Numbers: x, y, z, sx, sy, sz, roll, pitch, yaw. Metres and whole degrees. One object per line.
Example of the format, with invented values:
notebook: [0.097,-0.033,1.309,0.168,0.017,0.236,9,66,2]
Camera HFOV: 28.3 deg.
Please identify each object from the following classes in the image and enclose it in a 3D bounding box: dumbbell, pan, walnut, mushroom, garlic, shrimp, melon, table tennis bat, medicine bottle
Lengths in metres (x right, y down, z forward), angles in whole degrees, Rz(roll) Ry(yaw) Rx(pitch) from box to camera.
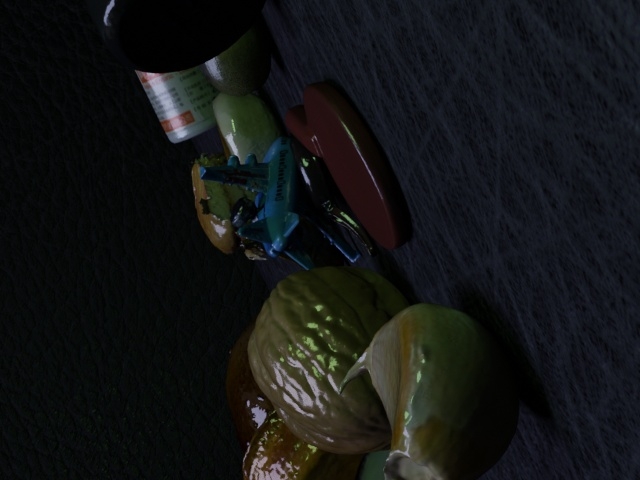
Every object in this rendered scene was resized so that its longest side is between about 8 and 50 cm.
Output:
dumbbell: [-0.211,-0.370,1.463,0.322,0.203,0.204,59,172,27]
pan: [0.012,-0.052,1.662,0.212,0.040,0.115,60,177,31]
walnut: [0.030,0.151,1.579,0.261,0.225,0.225,52,167,37]
mushroom: [-0.009,0.289,2.267,0.356,0.331,0.334,29,123,6]
garlic: [0.102,0.143,1.224,0.145,0.164,0.245,48,-176,-20]
shrimp: [-0.040,0.002,1.843,0.043,0.184,0.091,-41,55,40]
melon: [-0.121,-0.263,1.629,0.099,0.099,0.162,-155,43,-79]
table tennis bat: [0.021,-0.095,1.439,0.200,0.038,0.310,67,171,-27]
medicine bottle: [-0.257,-0.311,2.257,0.252,0.144,0.144,66,173,-9]

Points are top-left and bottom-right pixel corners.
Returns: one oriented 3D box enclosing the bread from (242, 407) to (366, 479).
bread: [0.027,0.355,2.042,0.172,0.312,0.312,34,153,48]

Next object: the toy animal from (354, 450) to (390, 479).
toy animal: [0.141,0.404,1.871,0.187,0.165,0.235,60,174,40]

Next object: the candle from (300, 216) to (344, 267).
candle: [0.000,0.000,1.949,0.048,0.053,0.162,9,-133,-45]

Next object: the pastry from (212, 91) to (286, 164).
pastry: [-0.107,-0.159,1.926,0.156,0.092,0.156,60,169,20]

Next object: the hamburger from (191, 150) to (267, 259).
hamburger: [-0.130,-0.060,2.065,0.245,0.155,0.282,99,162,-55]

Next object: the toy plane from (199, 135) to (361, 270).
toy plane: [-0.058,-0.058,1.756,0.254,0.105,0.271,29,-156,-20]
